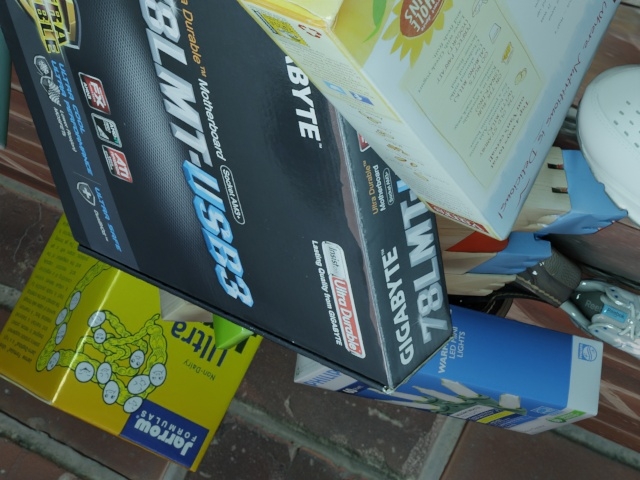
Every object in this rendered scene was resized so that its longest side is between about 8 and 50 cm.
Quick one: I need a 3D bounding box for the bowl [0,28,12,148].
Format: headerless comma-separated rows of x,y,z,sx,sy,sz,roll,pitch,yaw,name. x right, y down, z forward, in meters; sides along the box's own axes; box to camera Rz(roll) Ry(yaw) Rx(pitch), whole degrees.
-0.417,-0.218,1.621,0.311,0.163,0.311,20,175,2,bowl

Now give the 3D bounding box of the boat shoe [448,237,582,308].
0.116,0.030,1.682,0.132,0.130,0.355,31,172,-32,boat shoe

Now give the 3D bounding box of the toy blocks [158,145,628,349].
0.050,-0.021,1.272,0.261,0.190,0.381,3,160,-28,toy blocks

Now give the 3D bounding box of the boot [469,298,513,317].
0.089,0.025,1.934,0.178,0.085,0.236,35,170,-39,boot

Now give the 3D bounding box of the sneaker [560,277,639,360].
0.299,0.083,1.607,0.191,0.071,0.083,20,179,35,sneaker

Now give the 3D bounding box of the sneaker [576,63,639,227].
0.268,-0.041,0.853,0.297,0.111,0.129,19,155,24,sneaker

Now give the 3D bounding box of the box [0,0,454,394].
-0.068,-0.082,1.009,0.293,0.073,0.295,23,139,38,box

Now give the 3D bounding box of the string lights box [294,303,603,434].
0.121,0.114,1.617,0.260,0.076,0.133,14,160,-18,string lights box

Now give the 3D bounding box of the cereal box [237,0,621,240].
0.063,-0.115,0.664,0.047,0.173,0.240,23,171,25,cereal box

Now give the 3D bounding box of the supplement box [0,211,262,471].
-0.170,0.035,1.833,0.194,0.356,0.195,30,172,-30,supplement box
